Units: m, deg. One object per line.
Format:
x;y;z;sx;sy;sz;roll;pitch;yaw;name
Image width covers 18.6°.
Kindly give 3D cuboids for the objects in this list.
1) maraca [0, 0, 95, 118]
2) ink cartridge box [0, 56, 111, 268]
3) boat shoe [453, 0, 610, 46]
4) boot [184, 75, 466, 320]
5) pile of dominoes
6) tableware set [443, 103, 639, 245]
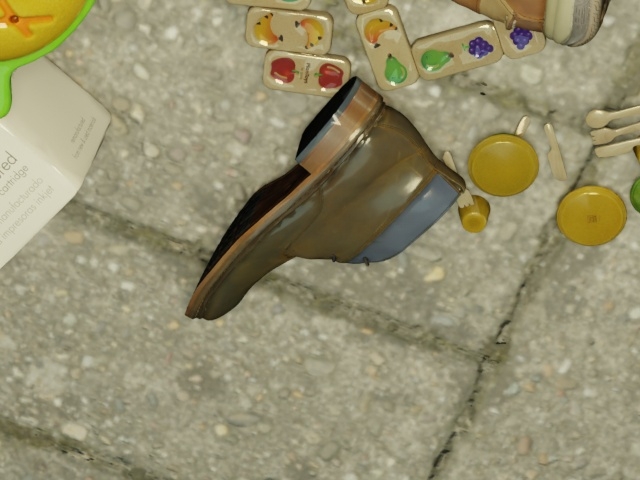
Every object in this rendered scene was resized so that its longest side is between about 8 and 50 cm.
-0.204;-0.156;1.176;0.127;0.099;0.185;32;108;-6;maraca
-0.341;-0.109;1.290;0.353;0.119;0.207;40;116;-14;ink cartridge box
0.130;-0.275;1.150;0.116;0.123;0.324;11;111;13;boat shoe
0.000;0.000;1.328;0.106;0.082;0.219;35;120;-9;boot
0.017;-0.202;1.246;0.196;0.040;0.251;-15;115;14;pile of dominoes
0.166;-0.040;1.326;0.154;0.024;0.104;-14;119;12;tableware set
